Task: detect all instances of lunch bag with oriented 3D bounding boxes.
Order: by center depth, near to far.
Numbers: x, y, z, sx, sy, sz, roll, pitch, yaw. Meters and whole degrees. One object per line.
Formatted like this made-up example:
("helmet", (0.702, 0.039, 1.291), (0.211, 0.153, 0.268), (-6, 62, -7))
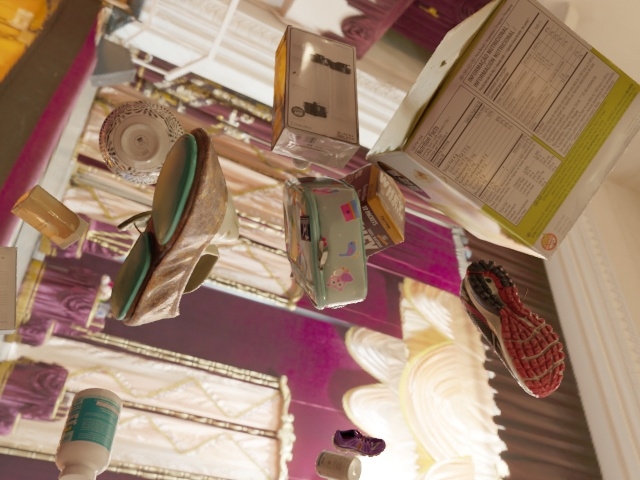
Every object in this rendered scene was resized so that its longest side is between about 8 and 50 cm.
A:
("lunch bag", (0.000, 0.000, 1.065), (0.279, 0.108, 0.224), (-134, -140, -72))

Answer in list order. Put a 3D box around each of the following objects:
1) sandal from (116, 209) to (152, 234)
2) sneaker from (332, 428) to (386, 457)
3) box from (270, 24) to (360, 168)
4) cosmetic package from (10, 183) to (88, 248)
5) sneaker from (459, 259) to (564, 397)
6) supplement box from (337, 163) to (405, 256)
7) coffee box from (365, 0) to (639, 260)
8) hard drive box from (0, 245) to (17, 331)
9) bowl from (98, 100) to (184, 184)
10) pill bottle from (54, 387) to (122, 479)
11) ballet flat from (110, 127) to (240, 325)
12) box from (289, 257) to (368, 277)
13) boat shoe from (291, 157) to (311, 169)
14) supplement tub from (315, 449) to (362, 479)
("sandal", (-0.556, -0.043, 2.020), (0.120, 0.303, 0.086), (-27, -110, 38))
("sneaker", (0.122, 0.618, 1.785), (0.068, 0.170, 0.071), (-93, -167, -61))
("box", (-0.011, -0.309, 1.242), (0.087, 0.169, 0.289), (131, -36, -54))
("cosmetic package", (-0.490, -0.041, 1.054), (0.060, 0.115, 0.041), (-28, -146, 28))
("sneaker", (0.386, 0.182, 1.187), (0.112, 0.121, 0.299), (100, -25, -50))
("supplement box", (0.082, -0.059, 1.350), (0.194, 0.129, 0.191), (-25, -154, 24))
("coffee box", (0.335, -0.210, 1.127), (0.338, 0.334, 0.337), (-56, -171, 1))
("hard drive box", (-0.916, 0.135, 1.551), (0.089, 0.181, 0.232), (-28, -116, 54))
("bowl", (-0.352, -0.192, 1.142), (0.080, 0.170, 0.170), (-146, -104, -74))
("pill bottle", (-0.659, 0.563, 1.645), (0.146, 0.146, 0.264), (-57, -156, 31))
("ballet flat", (-0.162, -0.007, 0.702), (0.316, 0.106, 0.107), (-51, -134, 39))
("box", (0.047, 0.014, 1.571), (0.142, 0.163, 0.247), (18, -92, 27))
("boat shoe", (-0.038, -0.263, 1.397), (0.063, 0.066, 0.184), (-26, 132, -75))
("supplement tub", (0.047, 0.591, 1.514), (0.107, 0.071, 0.071), (-1, -112, 37))
